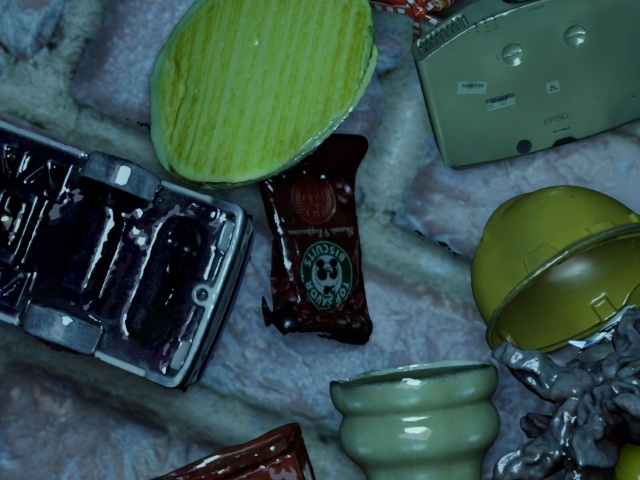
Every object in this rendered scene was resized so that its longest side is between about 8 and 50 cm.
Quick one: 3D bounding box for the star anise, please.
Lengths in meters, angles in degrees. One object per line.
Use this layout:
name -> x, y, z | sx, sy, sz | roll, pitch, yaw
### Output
star anise -> 0.294, 0.166, 1.588 | 0.282, 0.212, 0.129 | -22, 122, -6

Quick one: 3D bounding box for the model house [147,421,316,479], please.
model house -> -0.072, 0.350, 1.687 | 0.196, 0.160, 0.254 | -22, 86, 2

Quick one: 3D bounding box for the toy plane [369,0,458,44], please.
toy plane -> 0.078, -0.274, 1.770 | 0.194, 0.126, 0.077 | -10, 47, 36

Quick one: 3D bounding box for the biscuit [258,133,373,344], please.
biscuit -> -0.005, -0.001, 1.728 | 0.151, 0.063, 0.235 | 0, 81, -37

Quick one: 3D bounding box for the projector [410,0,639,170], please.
projector -> 0.239, -0.200, 1.704 | 0.269, 0.088, 0.194 | -16, 120, 3

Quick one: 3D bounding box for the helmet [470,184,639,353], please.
helmet -> 0.256, 0.009, 1.688 | 0.257, 0.205, 0.140 | -18, 57, -25

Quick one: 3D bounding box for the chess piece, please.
chess piece -> 0.117, 0.299, 1.679 | 0.182, 0.182, 0.330 | -7, 90, 4

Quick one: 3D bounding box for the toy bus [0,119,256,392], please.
toy bus -> -0.289, 0.001, 1.684 | 0.439, 0.249, 0.209 | 19, 85, 11

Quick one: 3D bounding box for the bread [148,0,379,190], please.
bread -> -0.062, -0.185, 1.712 | 0.301, 0.045, 0.301 | -16, 56, 26

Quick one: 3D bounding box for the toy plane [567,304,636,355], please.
toy plane -> 0.312, 0.099, 1.715 | 0.084, 0.078, 0.024 | -31, 74, 3

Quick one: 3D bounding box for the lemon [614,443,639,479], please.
lemon -> 0.352, 0.289, 1.657 | 0.170, 0.170, 0.207 | -7, 85, 4
